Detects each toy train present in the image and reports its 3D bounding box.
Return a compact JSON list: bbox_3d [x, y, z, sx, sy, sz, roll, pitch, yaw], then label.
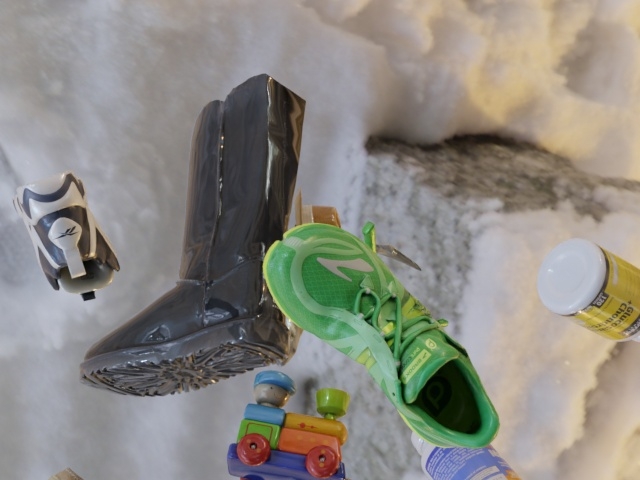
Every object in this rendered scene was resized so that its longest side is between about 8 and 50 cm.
[{"bbox_3d":[0.014,0.256,1.362,0.248,0.143,0.105,9,146,5],"label":"toy train"}]

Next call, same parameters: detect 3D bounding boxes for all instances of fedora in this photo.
[{"bbox_3d":[0.000,0.000,1.837,0.079,0.194,0.194,-6,116,1],"label":"fedora"}]

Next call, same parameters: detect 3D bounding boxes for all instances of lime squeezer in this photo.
[{"bbox_3d":[0.100,0.095,1.569,0.310,0.059,0.110,48,58,-48],"label":"lime squeezer"}]

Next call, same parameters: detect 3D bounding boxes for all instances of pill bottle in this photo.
[{"bbox_3d":[0.376,0.072,1.383,0.184,0.103,0.103,24,97,-35],"label":"pill bottle"},{"bbox_3d":[0.309,0.486,2.240,0.152,0.272,0.152,-16,129,-21],"label":"pill bottle"}]

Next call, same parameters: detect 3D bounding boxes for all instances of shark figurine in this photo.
[{"bbox_3d":[0.008,0.087,1.659,0.278,0.166,0.116,-40,131,-14],"label":"shark figurine"}]

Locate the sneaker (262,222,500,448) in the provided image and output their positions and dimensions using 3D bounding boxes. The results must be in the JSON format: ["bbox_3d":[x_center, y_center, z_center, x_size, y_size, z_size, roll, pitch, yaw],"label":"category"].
[{"bbox_3d":[0.072,0.090,1.008,0.295,0.123,0.109,44,77,-17],"label":"sneaker"}]

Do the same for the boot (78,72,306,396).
[{"bbox_3d":[-0.195,-0.006,1.620,0.146,0.367,0.445,36,46,-51],"label":"boot"}]

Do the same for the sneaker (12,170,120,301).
[{"bbox_3d":[-0.312,0.002,1.308,0.094,0.235,0.153,-18,92,-19],"label":"sneaker"}]

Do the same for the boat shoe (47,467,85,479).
[{"bbox_3d":[-0.270,0.440,1.652,0.341,0.121,0.110,40,76,-20],"label":"boat shoe"}]
